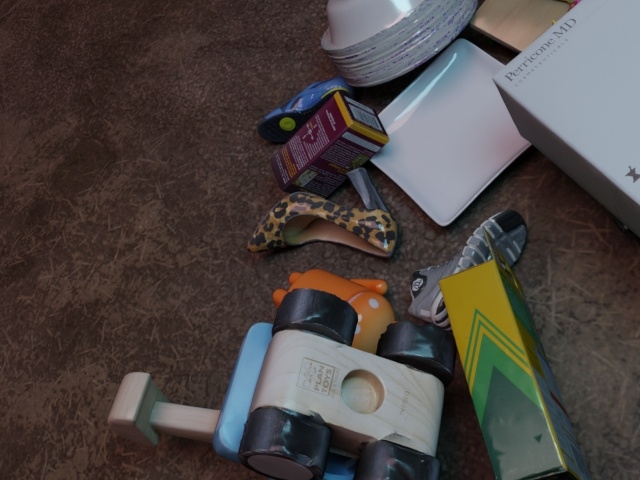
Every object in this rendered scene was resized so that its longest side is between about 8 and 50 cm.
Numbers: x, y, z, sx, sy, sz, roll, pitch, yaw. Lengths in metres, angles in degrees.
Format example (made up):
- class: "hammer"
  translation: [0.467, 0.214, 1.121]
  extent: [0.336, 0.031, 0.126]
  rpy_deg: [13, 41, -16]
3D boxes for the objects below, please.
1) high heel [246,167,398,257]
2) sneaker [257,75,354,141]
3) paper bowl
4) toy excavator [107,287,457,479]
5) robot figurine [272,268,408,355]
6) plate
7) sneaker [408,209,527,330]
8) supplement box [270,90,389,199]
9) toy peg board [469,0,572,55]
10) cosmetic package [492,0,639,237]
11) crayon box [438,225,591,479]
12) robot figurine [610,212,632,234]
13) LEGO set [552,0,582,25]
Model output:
- class: "high heel"
  translation: [0.000, 0.000, 1.262]
  extent: [0.261, 0.093, 0.186]
  rpy_deg: [-29, 53, 8]
- class: "sneaker"
  translation: [-0.028, -0.261, 1.443]
  extent: [0.209, 0.069, 0.082]
  rpy_deg: [-23, 40, 19]
- class: "paper bowl"
  translation: [0.126, -0.420, 1.324]
  extent: [0.284, 0.148, 0.284]
  rpy_deg: [-30, 29, 19]
- class: "toy excavator"
  translation: [-0.077, 0.255, 1.047]
  extent: [0.433, 0.445, 0.222]
  rpy_deg: [19, 56, -8]
- class: "robot figurine"
  translation: [0.028, 0.120, 1.158]
  extent: [0.219, 0.158, 0.128]
  rpy_deg: [22, 106, 37]
- class: "plate"
  translation: [0.232, -0.186, 1.259]
  extent: [0.277, 0.045, 0.278]
  rpy_deg: [-44, 52, 3]
- class: "sneaker"
  translation: [0.210, 0.036, 1.131]
  extent: [0.228, 0.086, 0.132]
  rpy_deg: [-46, 22, -22]
- class: "supplement box"
  translation: [0.014, -0.159, 1.296]
  extent: [0.188, 0.104, 0.081]
  rpy_deg: [-41, 53, 29]
- class: "toy peg board"
  translation: [0.374, -0.384, 1.278]
  extent: [0.160, 0.079, 0.161]
  rpy_deg: [37, 87, 23]
- class: "cosmetic package"
  translation: [0.429, -0.142, 0.940]
  extent: [0.217, 0.156, 0.385]
  rpy_deg: [-42, 51, 6]
- class: "crayon box"
  translation: [0.248, 0.169, 0.955]
  extent: [0.083, 0.203, 0.323]
  rpy_deg: [-23, 55, 19]
- class: "robot figurine"
  translation: [0.513, -0.120, 1.034]
  extent: [0.211, 0.085, 0.291]
  rpy_deg: [0, 64, 31]
- class: "LEGO set"
  translation: [0.385, -0.399, 1.177]
  extent: [0.132, 0.107, 0.287]
  rpy_deg: [-31, 67, 5]
